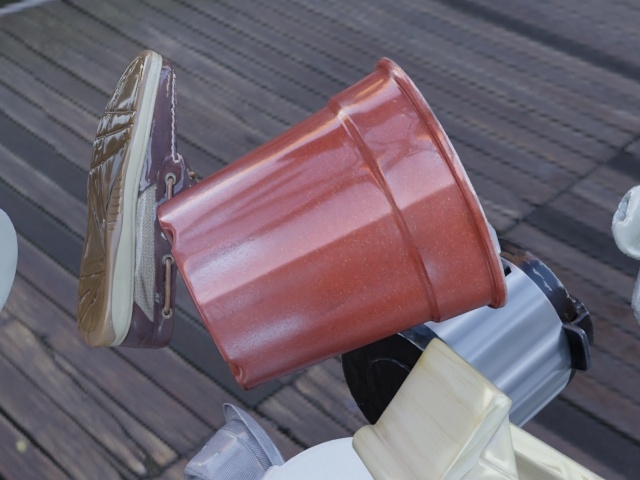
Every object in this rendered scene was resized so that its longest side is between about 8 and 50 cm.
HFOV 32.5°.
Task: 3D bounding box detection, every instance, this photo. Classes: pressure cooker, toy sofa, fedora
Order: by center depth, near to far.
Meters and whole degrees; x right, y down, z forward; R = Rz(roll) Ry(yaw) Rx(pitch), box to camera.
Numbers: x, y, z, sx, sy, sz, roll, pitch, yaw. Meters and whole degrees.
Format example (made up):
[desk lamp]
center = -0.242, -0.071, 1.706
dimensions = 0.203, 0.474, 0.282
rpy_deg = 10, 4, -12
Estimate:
[toy sofa]
center = 0.197, 0.250, 0.882
dimensions = 0.363, 0.177, 0.150
rpy_deg = 32, 4, -16
[fedora]
center = -0.137, 0.391, 1.744
dimensions = 0.124, 0.243, 0.275
rpy_deg = -24, 19, -22
[pressure cooker]
center = 0.292, 0.197, 2.120
dimensions = 0.420, 0.375, 0.370
rpy_deg = -33, 72, -31

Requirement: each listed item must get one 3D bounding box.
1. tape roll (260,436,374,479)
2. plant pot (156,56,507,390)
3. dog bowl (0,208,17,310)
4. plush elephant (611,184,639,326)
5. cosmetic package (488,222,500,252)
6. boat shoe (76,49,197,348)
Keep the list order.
[tape roll]
center = 0.059, 0.466, 1.515
dimensions = 0.392, 0.072, 0.392
rpy_deg = 3, 72, -10
[plant pot]
center = 0.000, 0.000, 1.072
dimensions = 0.265, 0.272, 0.272
rpy_deg = -25, 41, -3
[dog bowl]
center = -0.628, 0.050, 1.835
dimensions = 0.104, 0.264, 0.265
rpy_deg = 16, 40, 17
[plush elephant]
center = 0.437, 0.053, 1.154
dimensions = 0.255, 0.271, 0.330
rpy_deg = -22, 3, 20
[cosmetic package]
center = 0.123, -0.017, 1.710
dimensions = 0.224, 0.224, 0.138
rpy_deg = -37, 11, 13
[boat shoe]
center = -0.193, -0.043, 1.262
dimensions = 0.123, 0.341, 0.123
rpy_deg = 10, -10, -32
